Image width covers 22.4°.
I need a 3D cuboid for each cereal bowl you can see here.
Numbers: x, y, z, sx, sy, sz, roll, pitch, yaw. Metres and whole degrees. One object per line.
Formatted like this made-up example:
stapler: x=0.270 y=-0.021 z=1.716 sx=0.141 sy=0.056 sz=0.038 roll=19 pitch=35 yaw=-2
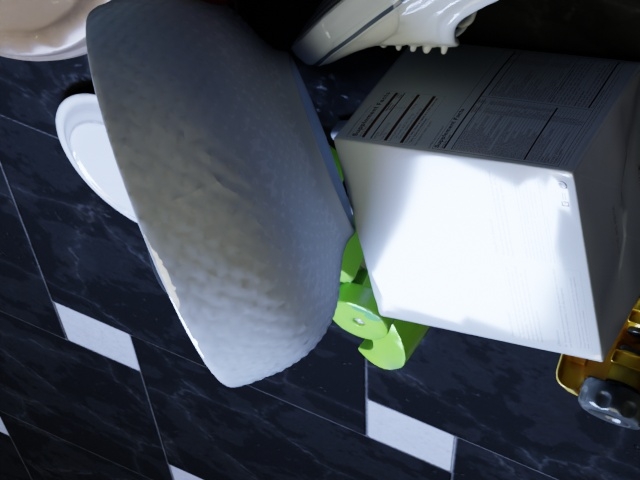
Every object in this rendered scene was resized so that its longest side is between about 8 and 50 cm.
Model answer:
cereal bowl: x=-0.064 y=-0.058 z=1.325 sx=0.141 sy=0.339 sz=0.339 roll=-21 pitch=141 yaw=4

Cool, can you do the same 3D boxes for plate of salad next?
plate of salad: x=-0.196 y=-0.085 z=1.724 sx=0.200 sy=0.048 sz=0.199 roll=26 pitch=146 yaw=19

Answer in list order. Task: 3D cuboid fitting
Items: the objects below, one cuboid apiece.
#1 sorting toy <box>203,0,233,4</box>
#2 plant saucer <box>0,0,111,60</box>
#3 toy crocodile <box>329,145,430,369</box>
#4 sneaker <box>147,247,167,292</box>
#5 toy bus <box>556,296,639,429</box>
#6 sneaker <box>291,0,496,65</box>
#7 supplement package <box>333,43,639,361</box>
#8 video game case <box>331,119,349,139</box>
sorting toy: x=-0.135 y=-0.331 z=1.177 sx=0.126 sy=0.127 sz=0.365 roll=-25 pitch=128 yaw=31
plant saucer: x=-0.272 y=-0.264 z=1.361 sx=0.278 sy=0.041 sz=0.277 roll=10 pitch=131 yaw=12
toy crocodile: x=0.000 y=0.000 z=1.598 sx=0.105 sy=0.115 sz=0.340 roll=-10 pitch=134 yaw=46
sneaker: x=-0.123 y=-0.086 z=1.598 sx=0.090 sy=0.145 sz=0.270 roll=-4 pitch=105 yaw=32
toy bus: x=0.348 y=0.131 z=1.495 sx=0.220 sy=0.149 sz=0.211 roll=20 pitch=169 yaw=22
sneaker: x=0.067 y=-0.177 z=1.236 sx=0.091 sy=0.094 sz=0.258 roll=41 pitch=151 yaw=-15
supplement package: x=0.149 y=-0.037 z=1.303 sx=0.203 sy=0.149 sz=0.194 roll=11 pitch=135 yaw=30
video game case: x=0.138 y=-0.040 z=1.500 sx=0.193 sy=0.023 sz=0.212 roll=1 pitch=142 yaw=45
